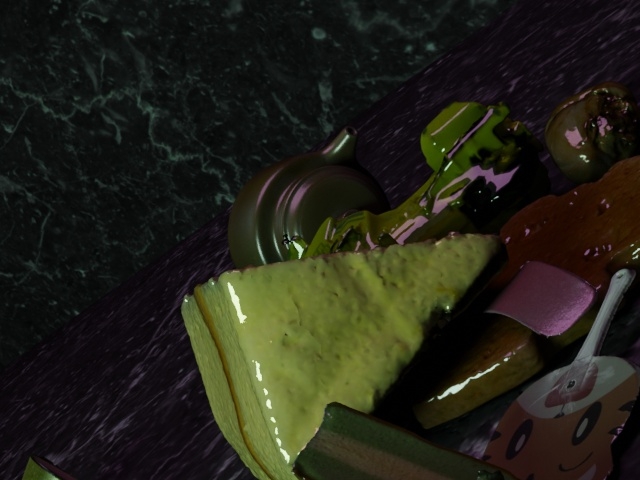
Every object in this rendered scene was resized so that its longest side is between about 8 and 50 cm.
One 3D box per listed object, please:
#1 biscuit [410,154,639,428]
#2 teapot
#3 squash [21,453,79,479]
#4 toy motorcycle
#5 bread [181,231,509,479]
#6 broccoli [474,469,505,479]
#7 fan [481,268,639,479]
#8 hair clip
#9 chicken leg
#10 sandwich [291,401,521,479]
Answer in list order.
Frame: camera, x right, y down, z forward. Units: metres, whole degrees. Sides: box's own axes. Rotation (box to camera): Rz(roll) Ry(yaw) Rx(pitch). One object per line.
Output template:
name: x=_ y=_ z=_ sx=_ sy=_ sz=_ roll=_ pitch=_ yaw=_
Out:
biscuit: x=0.180 y=0.043 z=1.100 sx=0.301 sy=0.043 sz=0.278 roll=-45 pitch=14 yaw=-13
teapot: x=0.000 y=0.000 z=1.566 sx=0.175 sy=0.185 sz=0.268 roll=168 pitch=113 yaw=-67
squash: x=-0.330 y=0.334 z=1.596 sx=0.132 sy=0.105 sz=0.105 roll=-60 pitch=14 yaw=-8
toy motorcycle: x=0.083 y=0.003 z=1.378 sx=0.342 sy=0.142 sz=0.206 roll=-43 pitch=28 yaw=6
bread: x=0.035 y=0.097 z=1.131 sx=0.236 sy=0.198 sz=0.263 roll=-17 pitch=-4 yaw=-15
broccoli: x=-0.034 y=0.214 z=0.733 sx=0.302 sy=0.186 sz=0.254 roll=-40 pitch=2 yaw=26
fan: x=0.172 y=0.099 z=0.912 sx=0.152 sy=0.008 sz=0.227 roll=-27 pitch=25 yaw=53
hair clip: x=0.160 y=0.042 z=1.017 sx=0.054 sy=0.022 sz=0.137 roll=-46 pitch=15 yaw=-6
chicken leg: x=0.276 y=-0.113 z=1.353 sx=0.103 sy=0.088 sz=0.228 roll=-47 pitch=2 yaw=17
sandwich: x=0.055 y=0.149 z=0.860 sx=0.074 sy=0.116 sz=0.074 roll=-33 pitch=19 yaw=45
